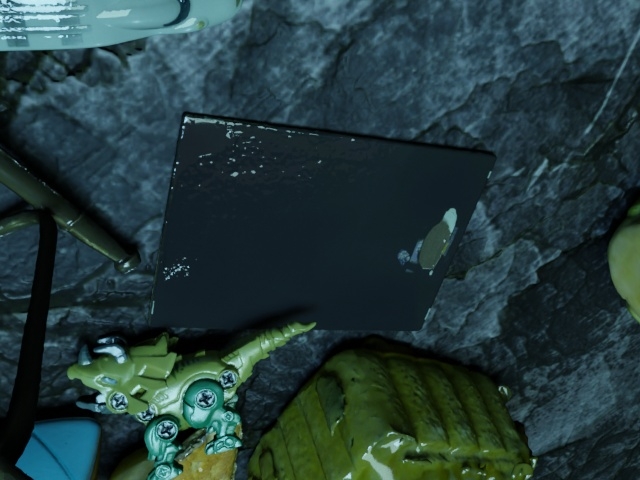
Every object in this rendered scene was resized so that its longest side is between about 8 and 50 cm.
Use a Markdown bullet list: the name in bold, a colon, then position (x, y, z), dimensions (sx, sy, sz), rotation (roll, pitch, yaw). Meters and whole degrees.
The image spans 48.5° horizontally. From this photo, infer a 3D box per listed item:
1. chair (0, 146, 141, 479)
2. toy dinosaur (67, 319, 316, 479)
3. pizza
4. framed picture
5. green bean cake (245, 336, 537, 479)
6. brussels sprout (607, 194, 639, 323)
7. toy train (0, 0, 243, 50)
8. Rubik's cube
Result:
- **chair**: position (-0.367, 0.036, 0.424), dimensions (0.361, 0.365, 0.410), rotation (-26, 126, 2)
- **toy dinosaur**: position (-0.122, 0.153, 0.747), dimensions (0.259, 0.094, 0.153), rotation (-14, 105, -7)
- **pizza**: position (-0.178, 0.269, 0.839), dimensions (0.188, 0.080, 0.204), rotation (-5, 124, -45)
- **framed picture**: position (0.000, 0.000, 0.732), dimensions (0.323, 0.013, 0.244), rotation (4, 125, -21)
- **green bean cake**: position (0.092, 0.301, 0.868), dimensions (0.309, 0.202, 0.285), rotation (16, 121, -28)
- **brussels sprout**: position (0.482, 0.024, 0.780), dimensions (0.294, 0.227, 0.260), rotation (-7, 113, -4)
- **toy train**: position (-0.170, -0.171, 0.519), dimensions (0.233, 0.051, 0.052), rotation (-6, 131, -14)
- **Rubik's cube**: position (-0.341, 0.264, 0.740), dimensions (0.254, 0.254, 0.255), rotation (-9, 128, -12)
